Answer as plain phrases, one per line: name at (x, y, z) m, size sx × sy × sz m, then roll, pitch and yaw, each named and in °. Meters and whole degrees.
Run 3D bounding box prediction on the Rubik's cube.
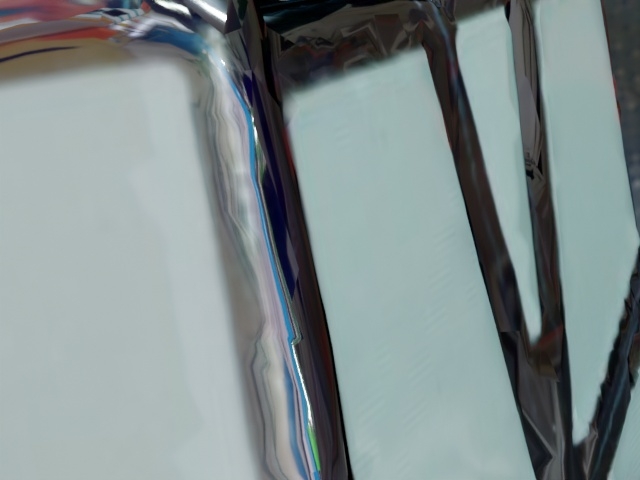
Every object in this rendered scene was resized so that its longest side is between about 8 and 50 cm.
Rubik's cube at (-0.073, 0.076, 0.493) m, size 0.288 × 0.283 × 0.294 m, roll -25°, pitch 105°, yaw -67°
